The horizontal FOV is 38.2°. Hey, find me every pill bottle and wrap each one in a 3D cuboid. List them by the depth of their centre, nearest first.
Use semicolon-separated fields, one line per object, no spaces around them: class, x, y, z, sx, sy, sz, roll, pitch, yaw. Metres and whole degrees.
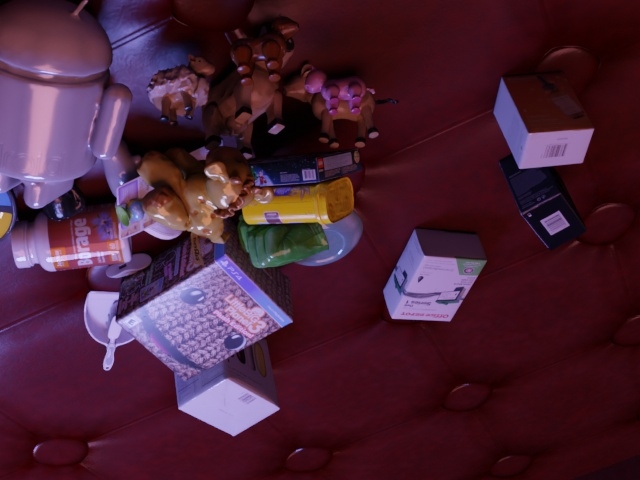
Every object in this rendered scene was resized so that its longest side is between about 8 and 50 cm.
pill bottle;-0.479;-0.004;1.788;0.216;0.121;0.121;-8;138;-8

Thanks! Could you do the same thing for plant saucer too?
plant saucer;0.000;0.000;1.990;0.195;0.037;0.195;-8;137;-8

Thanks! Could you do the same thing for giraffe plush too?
giraffe plush;-0.182;-0.088;1.548;0.170;0.210;0.181;-33;168;36

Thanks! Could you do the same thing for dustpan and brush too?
dustpan and brush;-0.463;0.207;2.067;0.147;0.060;0.211;5;135;-20

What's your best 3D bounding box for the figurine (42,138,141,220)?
figurine;-0.437;-0.156;1.668;0.215;0.092;0.209;-17;134;2

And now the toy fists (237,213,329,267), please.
toy fists;-0.086;-0.017;1.796;0.142;0.279;0.096;-23;108;-8

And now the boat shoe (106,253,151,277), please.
boat shoe;-0.400;0.056;1.946;0.100;0.035;0.035;-23;165;4

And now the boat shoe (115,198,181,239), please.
boat shoe;-0.318;-0.055;1.800;0.063;0.066;0.184;-27;148;22

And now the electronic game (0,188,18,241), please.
electronic game;-0.670;-0.072;1.686;0.229;0.048;0.229;0;128;0

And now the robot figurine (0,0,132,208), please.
robot figurine;-0.441;-0.232;1.465;0.300;0.199;0.353;19;117;6

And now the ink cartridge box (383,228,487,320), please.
ink cartridge box;0.257;0.083;2.107;0.160;0.092;0.219;4;135;-19

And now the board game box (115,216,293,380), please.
board game box;-0.242;0.125;1.950;0.291;0.141;0.232;-31;124;18

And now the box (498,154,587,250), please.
box;0.463;-0.092;1.926;0.093;0.158;0.156;-30;136;18

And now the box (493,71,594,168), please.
box;0.420;-0.230;1.755;0.130;0.170;0.091;-7;139;-9

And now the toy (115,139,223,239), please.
toy;-0.268;-0.084;1.731;0.237;0.056;0.136;-26;145;-30

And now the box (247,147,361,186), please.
box;-0.064;-0.131;1.684;0.233;0.044;0.159;-2;-170;30

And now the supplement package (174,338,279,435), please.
supplement package;-0.221;0.304;2.134;0.149;0.203;0.194;-33;136;19

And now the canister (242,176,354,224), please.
canister;-0.041;-0.070;1.663;0.170;0.126;0.073;-1;103;25

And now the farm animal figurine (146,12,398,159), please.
farm animal figurine;-0.083;-0.265;1.598;0.327;0.172;0.330;-23;147;27
